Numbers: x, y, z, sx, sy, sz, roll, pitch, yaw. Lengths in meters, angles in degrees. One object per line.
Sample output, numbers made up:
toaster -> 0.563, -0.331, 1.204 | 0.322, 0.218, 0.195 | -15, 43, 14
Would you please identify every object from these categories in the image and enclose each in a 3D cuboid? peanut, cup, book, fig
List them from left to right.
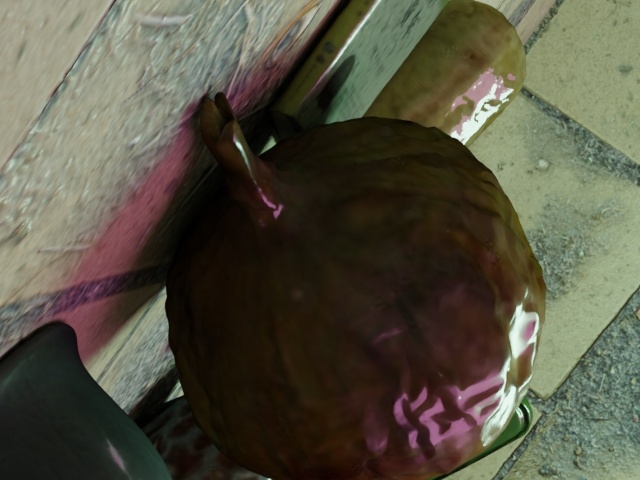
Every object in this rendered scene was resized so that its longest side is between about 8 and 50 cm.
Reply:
cup -> -0.159, 0.173, 0.893 | 0.199, 0.150, 0.199 | -52, 175, -7
fig -> 0.000, 0.000, 1.010 | 0.286, 0.286, 0.368 | -52, 144, -19
peanut -> 0.089, -0.113, 1.383 | 0.253, 0.122, 0.137 | -52, -175, 8
book -> 0.080, -0.212, 1.149 | 0.352, 0.035, 0.239 | -53, 173, -2

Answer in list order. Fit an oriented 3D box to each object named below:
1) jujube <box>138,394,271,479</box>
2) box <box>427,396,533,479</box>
jujube -> -0.135, 0.288, 1.511 | 0.308, 0.215, 0.246 | -50, -162, -28
box -> 0.097, 0.132, 1.869 | 0.253, 0.329, 0.178 | -34, -159, 37
